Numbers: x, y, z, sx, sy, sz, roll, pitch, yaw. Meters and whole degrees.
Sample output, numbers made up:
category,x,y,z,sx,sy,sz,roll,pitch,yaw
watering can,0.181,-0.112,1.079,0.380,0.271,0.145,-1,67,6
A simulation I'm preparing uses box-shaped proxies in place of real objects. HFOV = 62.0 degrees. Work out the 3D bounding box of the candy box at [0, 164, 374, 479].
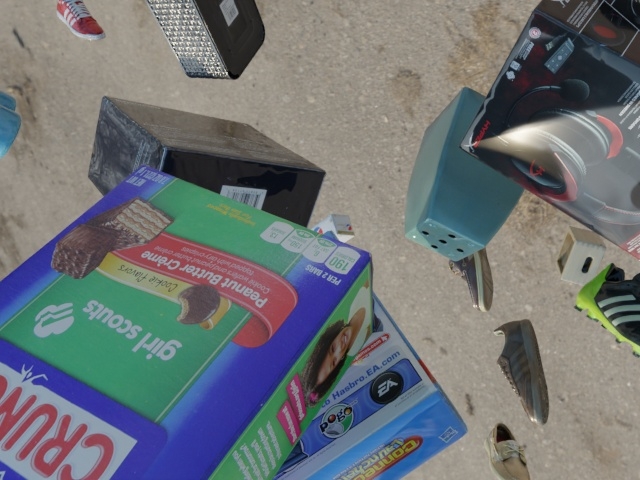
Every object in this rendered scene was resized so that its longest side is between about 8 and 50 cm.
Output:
category,x,y,z,sx,sy,sz,roll,pitch,yaw
candy box,-0.148,0.104,0.428,0.268,0.317,0.122,21,145,27

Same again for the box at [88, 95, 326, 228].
category,x,y,z,sx,sy,sz,roll,pitch,yaw
box,-0.228,-0.130,1.054,0.312,0.343,0.178,39,117,43

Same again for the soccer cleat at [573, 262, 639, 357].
category,x,y,z,sx,sy,sz,roll,pitch,yaw
soccer cleat,0.320,0.075,0.522,0.060,0.179,0.072,29,103,-16

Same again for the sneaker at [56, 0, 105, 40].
category,x,y,z,sx,sy,sz,roll,pitch,yaw
sneaker,-0.377,-0.363,0.830,0.118,0.042,0.067,39,136,24

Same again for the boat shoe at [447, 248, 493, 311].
category,x,y,z,sx,sy,sz,roll,pitch,yaw
boat shoe,0.481,0.078,1.751,0.123,0.123,0.341,-17,61,27

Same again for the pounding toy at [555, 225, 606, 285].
category,x,y,z,sx,sy,sz,roll,pitch,yaw
pounding toy,0.662,0.052,1.345,0.100,0.130,0.141,15,114,11

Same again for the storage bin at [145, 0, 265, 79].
category,x,y,z,sx,sy,sz,roll,pitch,yaw
storage bin,-0.163,-0.333,0.759,0.085,0.122,0.180,10,148,26

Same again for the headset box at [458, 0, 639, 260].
category,x,y,z,sx,sy,sz,roll,pitch,yaw
headset box,0.336,-0.123,0.591,0.293,0.110,0.218,36,153,11

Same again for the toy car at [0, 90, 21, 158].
category,x,y,z,sx,sy,sz,roll,pitch,yaw
toy car,-0.576,-0.135,0.722,0.237,0.219,0.210,-57,40,6

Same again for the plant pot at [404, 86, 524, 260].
category,x,y,z,sx,sy,sz,roll,pitch,yaw
plant pot,0.247,-0.097,0.913,0.166,0.234,0.165,26,159,-5

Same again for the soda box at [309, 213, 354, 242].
category,x,y,z,sx,sy,sz,roll,pitch,yaw
soda box,0.000,0.000,1.573,0.216,0.074,0.069,-35,62,42

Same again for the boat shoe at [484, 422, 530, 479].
category,x,y,z,sx,sy,sz,roll,pitch,yaw
boat shoe,0.347,0.395,0.986,0.063,0.170,0.059,15,100,-3

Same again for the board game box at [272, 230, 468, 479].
category,x,y,z,sx,sy,sz,roll,pitch,yaw
board game box,-0.046,0.169,0.609,0.086,0.308,0.302,54,-177,-34

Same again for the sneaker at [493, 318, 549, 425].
category,x,y,z,sx,sy,sz,roll,pitch,yaw
sneaker,0.350,0.231,0.932,0.071,0.188,0.066,-18,138,30
